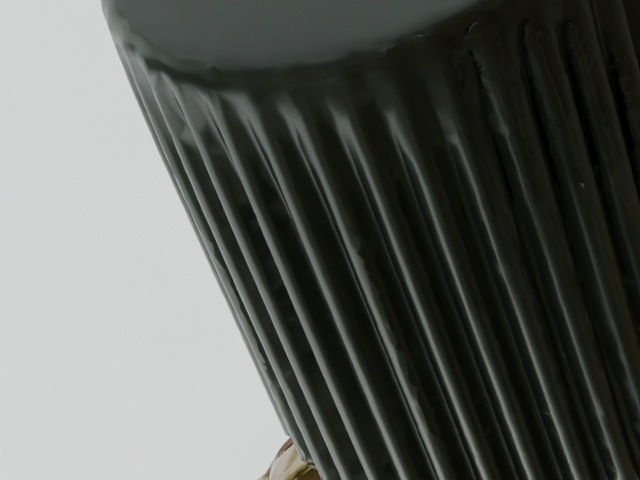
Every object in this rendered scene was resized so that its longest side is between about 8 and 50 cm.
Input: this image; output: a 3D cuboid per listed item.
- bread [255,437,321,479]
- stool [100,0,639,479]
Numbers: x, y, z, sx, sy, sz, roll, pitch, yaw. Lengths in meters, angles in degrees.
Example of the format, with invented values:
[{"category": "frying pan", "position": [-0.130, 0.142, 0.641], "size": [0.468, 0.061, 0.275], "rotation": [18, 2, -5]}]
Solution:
[{"category": "bread", "position": [0.015, 0.212, 0.981], "size": [0.132, 0.114, 0.190], "rotation": [41, -71, -10]}, {"category": "stool", "position": [0.064, -0.053, 0.681], "size": [0.297, 0.297, 0.330], "rotation": [-46, -41, -21]}]
